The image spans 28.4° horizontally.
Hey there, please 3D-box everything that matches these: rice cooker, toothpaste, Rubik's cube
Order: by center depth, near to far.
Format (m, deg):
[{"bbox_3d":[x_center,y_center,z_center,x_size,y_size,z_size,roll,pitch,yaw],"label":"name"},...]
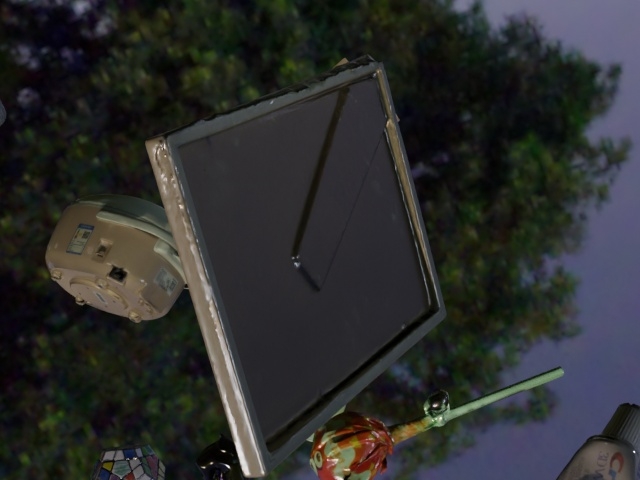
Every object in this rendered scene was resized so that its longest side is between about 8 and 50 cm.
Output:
[{"bbox_3d":[0.286,0.285,1.365,0.282,0.068,0.099,-49,-172,-36],"label":"toothpaste"},{"bbox_3d":[-0.237,0.021,1.523,0.206,0.145,0.127,14,-116,37],"label":"rice cooker"},{"bbox_3d":[-0.270,0.333,1.759,0.111,0.093,0.111,-4,178,0],"label":"Rubik's cube"}]

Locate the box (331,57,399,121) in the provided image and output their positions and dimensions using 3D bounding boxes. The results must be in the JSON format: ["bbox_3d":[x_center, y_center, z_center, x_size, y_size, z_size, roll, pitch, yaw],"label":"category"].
[{"bbox_3d":[0.032,-0.133,1.250,0.053,0.083,0.024,-42,162,2],"label":"box"}]

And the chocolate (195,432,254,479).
[{"bbox_3d":[-0.051,0.238,1.098,0.070,0.147,0.072,-4,138,-55],"label":"chocolate"}]

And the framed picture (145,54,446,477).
[{"bbox_3d":[0.000,0.000,0.917,0.024,0.232,0.315,-9,-169,31],"label":"framed picture"}]

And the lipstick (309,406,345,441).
[{"bbox_3d":[0.027,0.095,1.530,0.076,0.076,0.304,5,-106,47],"label":"lipstick"}]

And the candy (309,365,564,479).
[{"bbox_3d":[0.125,0.191,1.339,0.287,0.078,0.084,-19,-136,-3],"label":"candy"}]

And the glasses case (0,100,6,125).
[{"bbox_3d":[-0.561,-0.279,1.769,0.074,0.323,0.131,5,-146,45],"label":"glasses case"}]
